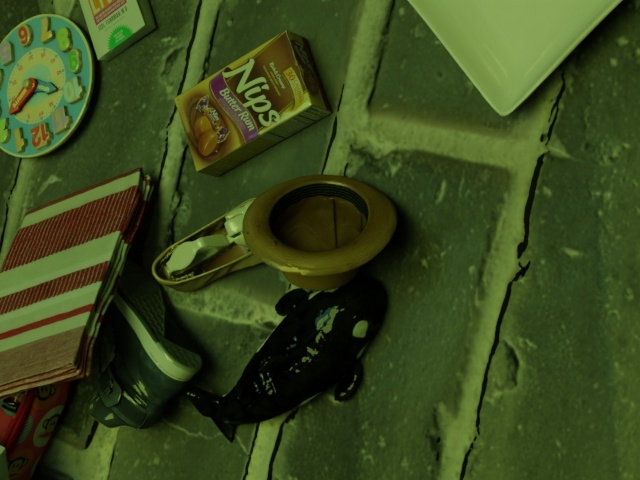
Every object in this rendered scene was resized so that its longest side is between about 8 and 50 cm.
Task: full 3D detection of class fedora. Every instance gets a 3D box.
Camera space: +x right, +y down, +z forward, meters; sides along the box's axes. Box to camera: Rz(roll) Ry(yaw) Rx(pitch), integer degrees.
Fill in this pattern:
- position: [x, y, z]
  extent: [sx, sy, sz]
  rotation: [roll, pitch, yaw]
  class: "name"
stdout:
- position: [0.000, 0.000, 1.701]
  extent: [0.194, 0.194, 0.079]
  rotation: [25, 135, 31]
  class: "fedora"

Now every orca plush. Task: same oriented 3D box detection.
- position: [-0.055, 0.136, 1.731]
  extent: [0.287, 0.102, 0.151]
  rotation: [-25, 72, 27]
  class: "orca plush"

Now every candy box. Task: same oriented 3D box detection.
- position: [-0.087, -0.170, 1.817]
  extent: [0.187, 0.053, 0.109]
  rotation: [-28, 70, 25]
  class: "candy box"

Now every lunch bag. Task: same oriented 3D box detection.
- position: [-0.495, 0.213, 1.991]
  extent: [0.293, 0.120, 0.258]
  rotation: [33, 107, 28]
  class: "lunch bag"

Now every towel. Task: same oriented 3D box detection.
- position: [-0.342, 0.062, 1.858]
  extent: [0.237, 0.037, 0.329]
  rotation: [-17, 42, 32]
  class: "towel"

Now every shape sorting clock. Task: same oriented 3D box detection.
- position: [-0.396, -0.216, 2.019]
  extent: [0.206, 0.040, 0.206]
  rotation: [-4, 82, 31]
  class: "shape sorting clock"

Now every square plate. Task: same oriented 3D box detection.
- position: [0.238, -0.373, 1.642]
  extent: [0.347, 0.049, 0.344]
  rotation: [-44, 65, 20]
  class: "square plate"

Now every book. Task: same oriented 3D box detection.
- position: [-0.283, -0.328, 1.971]
  extent: [0.096, 0.035, 0.144]
  rotation: [-30, 71, 30]
  class: "book"

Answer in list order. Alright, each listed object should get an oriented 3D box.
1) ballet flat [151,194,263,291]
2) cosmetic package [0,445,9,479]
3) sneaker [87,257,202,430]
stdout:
- position: [-0.112, 0.002, 1.799]
  extent: [0.232, 0.073, 0.080]
  rotation: [-32, 69, 25]
  class: "ballet flat"
- position: [-0.579, 0.338, 1.915]
  extent: [0.377, 0.097, 0.284]
  rotation: [18, 131, 20]
  class: "cosmetic package"
- position: [-0.255, 0.140, 1.866]
  extent: [0.163, 0.086, 0.226]
  rotation: [-54, 49, 25]
  class: "sneaker"
